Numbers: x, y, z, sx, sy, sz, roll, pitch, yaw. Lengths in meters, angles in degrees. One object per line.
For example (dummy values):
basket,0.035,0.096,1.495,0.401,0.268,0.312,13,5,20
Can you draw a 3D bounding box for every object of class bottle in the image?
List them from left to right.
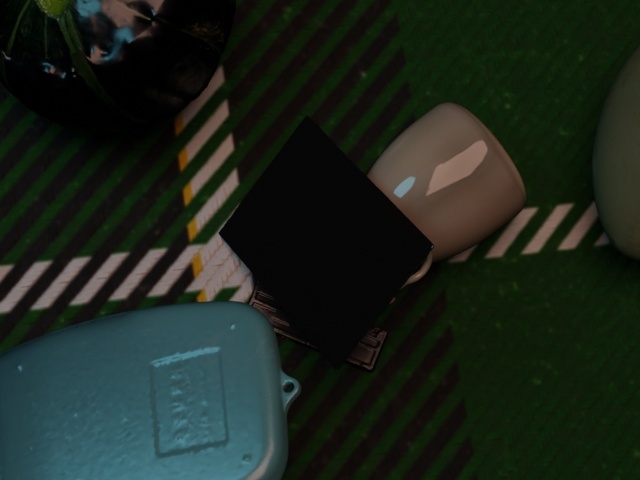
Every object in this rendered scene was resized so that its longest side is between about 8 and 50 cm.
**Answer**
bottle,0.090,-0.026,2.018,0.236,0.147,0.147,-37,78,-7

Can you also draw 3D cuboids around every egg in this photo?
egg,0.403,-0.108,2.031,0.218,0.218,0.295,34,82,7

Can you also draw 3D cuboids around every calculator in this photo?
calculator,-0.203,0.187,1.874,0.386,0.054,0.256,-14,58,10

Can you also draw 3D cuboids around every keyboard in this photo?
keyboard,-0.006,0.092,2.032,0.155,0.010,0.053,23,72,3

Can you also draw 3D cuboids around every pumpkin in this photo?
pumpkin,-0.217,-0.254,2.032,0.295,0.296,0.296,2,71,-5

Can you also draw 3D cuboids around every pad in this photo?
pad,0.000,0.000,1.969,0.170,0.006,0.245,-53,51,12
